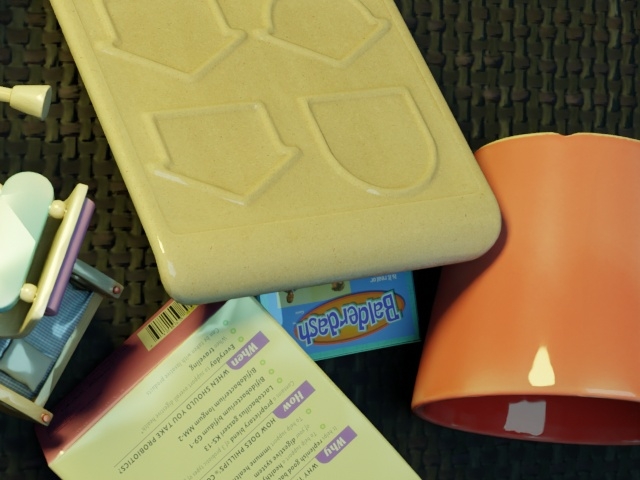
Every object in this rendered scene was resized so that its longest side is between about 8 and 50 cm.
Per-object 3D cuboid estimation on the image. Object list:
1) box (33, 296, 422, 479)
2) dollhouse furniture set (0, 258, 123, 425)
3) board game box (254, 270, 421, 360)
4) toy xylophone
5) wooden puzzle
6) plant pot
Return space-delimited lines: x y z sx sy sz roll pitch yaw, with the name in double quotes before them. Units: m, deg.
"box" -0.078 0.180 1.588 0.213 0.117 0.243 -43 108 -3
"dollhouse furniture set" -0.281 0.046 1.505 0.183 0.129 0.129 33 76 -23
"board game box" 0.000 0.000 1.690 0.160 0.047 0.210 -8 94 -26
"toy xylophone" -0.330 -0.045 1.442 0.322 0.081 0.236 8 68 -2
"wooden puzzle" -0.048 -0.112 1.599 0.322 0.080 0.348 -9 64 -30
"plant pot" 0.225 0.045 1.698 0.275 0.275 0.243 13 74 -26
